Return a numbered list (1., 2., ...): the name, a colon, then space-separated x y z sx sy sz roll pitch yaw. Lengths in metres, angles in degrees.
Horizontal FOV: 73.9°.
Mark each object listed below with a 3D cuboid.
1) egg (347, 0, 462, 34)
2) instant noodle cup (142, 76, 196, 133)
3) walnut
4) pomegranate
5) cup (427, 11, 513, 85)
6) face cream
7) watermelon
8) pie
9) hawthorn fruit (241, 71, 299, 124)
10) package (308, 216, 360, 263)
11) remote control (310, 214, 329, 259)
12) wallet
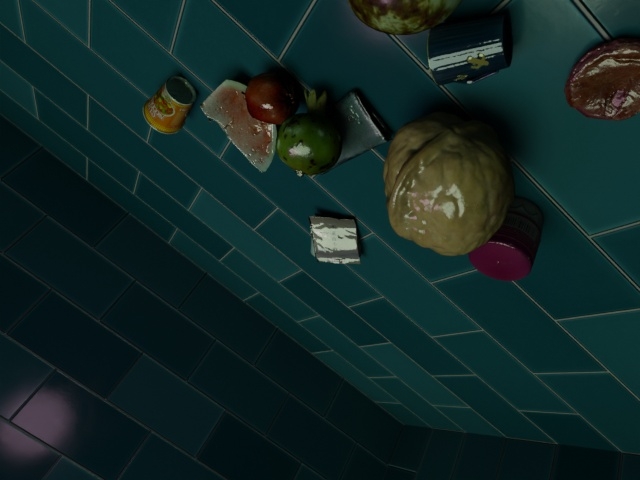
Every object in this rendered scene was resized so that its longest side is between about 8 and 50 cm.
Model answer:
1. egg: 0.161 -0.528 0.828 0.289 0.238 0.238 12 145 55
2. instant noodle cup: -0.559 -0.518 1.609 0.168 0.168 0.185 44 140 -18
3. walnut: 0.330 -0.145 1.132 0.381 0.381 0.381 24 148 16
4. pomegranate: -0.027 -0.320 1.288 0.210 0.263 0.211 15 -174 -1
5. cup: 0.341 -0.415 0.947 0.155 0.131 0.176 2 167 36
6. face cream: 0.547 -0.007 1.247 0.175 0.195 0.175 25 149 16
7. watermelon: -0.260 -0.390 1.466 0.305 0.180 0.224 48 149 -19
8. pie: 0.607 -0.326 0.879 0.182 0.050 0.182 20 149 13
9. hawthorn fruit: -0.168 -0.445 1.327 0.193 0.157 0.157 14 145 20
10. package: 0.062 -0.003 1.796 0.203 0.062 0.251 3 130 16
11. remote control: 0.001 -0.001 1.908 0.103 0.051 0.293 26 148 13
12. wallet: 0.047 -0.334 1.391 0.191 0.046 0.379 47 148 -18
